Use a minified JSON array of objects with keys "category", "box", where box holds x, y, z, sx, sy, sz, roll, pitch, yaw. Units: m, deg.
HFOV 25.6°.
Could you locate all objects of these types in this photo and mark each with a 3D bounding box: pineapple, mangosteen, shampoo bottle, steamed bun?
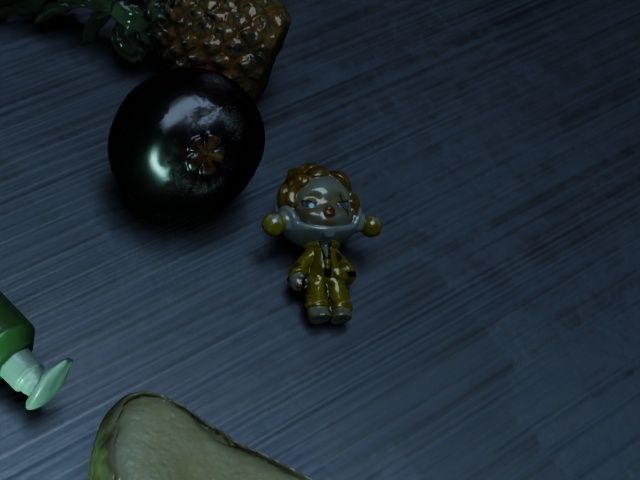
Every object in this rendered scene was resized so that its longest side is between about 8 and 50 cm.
[{"category":"pineapple","box":[-0.171,-0.217,1.306,0.277,0.130,0.119,23,80,-2]},{"category":"mangosteen","box":[-0.121,-0.090,1.225,0.137,0.137,0.151,-5,22,-20]},{"category":"shampoo bottle","box":[-0.277,0.051,1.096,0.204,0.065,0.065,43,54,16]},{"category":"steamed bun","box":[-0.095,0.231,0.989,0.231,0.110,0.212,31,34,11]}]

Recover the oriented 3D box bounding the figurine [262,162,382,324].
[{"category":"figurine","box":[0.005,0.001,1.226,0.101,0.068,0.143,-24,76,-26]}]
